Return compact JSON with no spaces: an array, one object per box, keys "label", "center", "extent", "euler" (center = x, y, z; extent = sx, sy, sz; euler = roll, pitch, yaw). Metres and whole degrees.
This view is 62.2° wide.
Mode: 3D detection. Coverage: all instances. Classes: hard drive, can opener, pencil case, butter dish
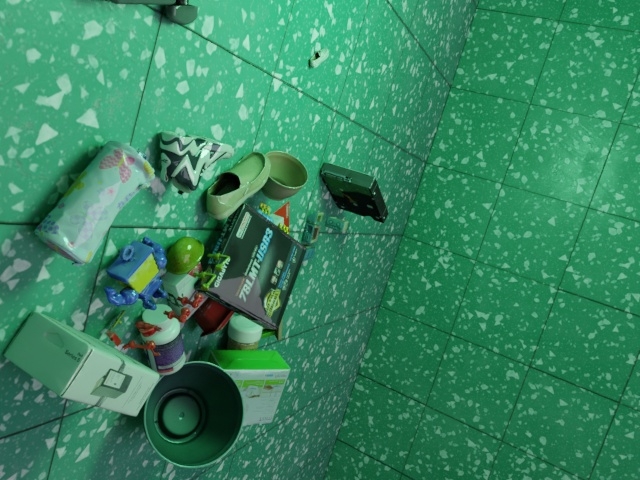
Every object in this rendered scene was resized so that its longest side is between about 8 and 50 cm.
[{"label":"hard drive","center":[0.148,-0.198,2.236],"extent":[0.064,0.236,0.339],"euler":[-64,155,-13]},{"label":"can opener","center":[-0.342,-0.510,1.124],"extent":[0.280,0.074,0.093],"euler":[-29,135,-56]},{"label":"pencil case","center":[-0.474,-0.082,1.128],"extent":[0.124,0.113,0.273],"euler":[49,62,-39]},{"label":"butter dish","center":[-0.340,0.208,1.664],"extent":[0.160,0.118,0.160],"euler":[-54,-166,-31]}]

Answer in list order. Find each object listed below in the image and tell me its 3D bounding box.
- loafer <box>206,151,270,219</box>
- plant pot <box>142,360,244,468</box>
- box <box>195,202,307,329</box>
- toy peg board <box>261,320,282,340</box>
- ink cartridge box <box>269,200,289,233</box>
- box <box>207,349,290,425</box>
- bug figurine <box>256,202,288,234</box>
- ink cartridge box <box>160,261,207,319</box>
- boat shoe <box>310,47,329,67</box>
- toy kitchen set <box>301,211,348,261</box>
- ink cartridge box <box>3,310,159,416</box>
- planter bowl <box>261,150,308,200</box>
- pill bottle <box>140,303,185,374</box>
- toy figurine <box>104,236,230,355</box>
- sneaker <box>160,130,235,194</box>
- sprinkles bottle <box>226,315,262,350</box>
[{"label":"loafer","center":[-0.241,-0.177,1.575],"extent":[0.269,0.101,0.092],"euler":[-56,159,-28]},{"label":"plant pot","center":[-0.400,0.525,1.602],"extent":[0.293,0.293,0.196],"euler":[-54,-169,-32]},{"label":"box","center":[-0.201,0.084,1.635],"extent":[0.293,0.073,0.296],"euler":[39,61,-38]},{"label":"toy peg board","center":[-0.208,0.273,1.988],"extent":[0.079,0.161,0.161],"euler":[-10,125,-24]},{"label":"ink cartridge box","center":[-0.161,0.024,1.967],"extent":[0.239,0.060,0.275],"euler":[-42,144,-45]},{"label":"box","center":[-0.268,0.508,1.821],"extent":[0.261,0.126,0.231],"euler":[8,109,-34]},{"label":"bug figurine","center":[-0.200,0.026,1.763],"extent":[0.216,0.072,0.279],"euler":[22,97,-44]},{"label":"ink cartridge box","center":[-0.392,0.139,1.548],"extent":[0.109,0.063,0.151],"euler":[-50,149,-38]},{"label":"boat shoe","center":[-0.004,-0.632,1.813],"extent":[0.100,0.035,0.035],"euler":[-50,153,-24]},{"label":"toy kitchen set","center":[0.000,0.000,2.158],"extent":[0.122,0.166,0.207],"euler":[-13,120,-63]},{"label":"ink cartridge box","center":[-0.528,0.284,1.198],"extent":[0.115,0.198,0.273],"euler":[-61,155,-17]},{"label":"planter bowl","center":[-0.135,-0.199,1.748],"extent":[0.162,0.162,0.109],"euler":[-42,171,-47]},{"label":"pill bottle","center":[-0.444,0.276,1.489],"extent":[0.108,0.108,0.194],"euler":[-44,147,-45]},{"label":"toy figurine","center":[-0.410,0.074,1.319],"extent":[0.363,0.191,0.217],"euler":[-56,148,-32]},{"label":"sneaker","center":[-0.327,-0.194,1.387],"extent":[0.235,0.094,0.153],"euler":[-10,119,-63]},{"label":"sprinkles bottle","center":[-0.297,0.453,1.936],"extent":[0.121,0.121,0.356],"euler":[-24,130,-59]}]
